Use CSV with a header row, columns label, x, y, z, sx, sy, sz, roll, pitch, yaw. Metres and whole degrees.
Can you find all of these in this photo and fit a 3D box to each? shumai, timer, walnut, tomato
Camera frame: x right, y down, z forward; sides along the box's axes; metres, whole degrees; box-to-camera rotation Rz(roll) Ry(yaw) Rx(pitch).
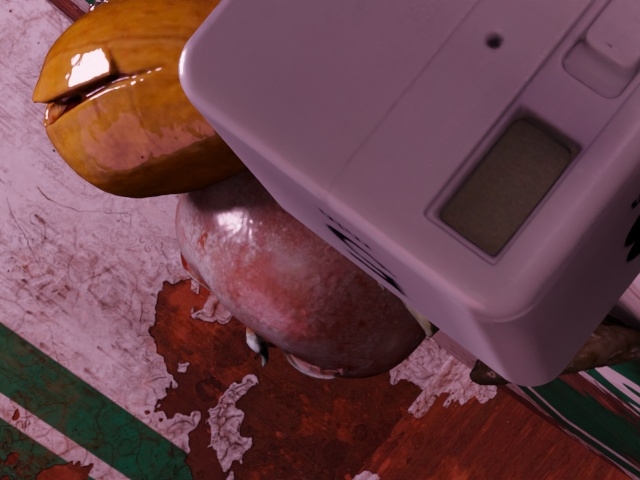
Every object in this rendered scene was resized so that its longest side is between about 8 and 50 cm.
label,x,y,z,sx,sy,sz,roll,pitch,yaw
shumai,0.252,0.090,1.688,0.201,0.201,0.120,62,-163,-81
timer,0.079,-0.069,0.735,0.194,0.192,0.195,38,176,18
walnut,-0.125,-0.149,1.490,0.336,0.209,0.209,-6,146,37
tomato,0.000,0.000,1.658,0.317,0.282,0.316,37,-177,-2

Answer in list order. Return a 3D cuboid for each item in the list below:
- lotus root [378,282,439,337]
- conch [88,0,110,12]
label,x,y,z,sx,sy,sz,roll,pitch,yaw
lotus root,0.065,-0.086,1.133,0.267,0.149,0.260,56,175,9
conch,-0.149,-0.220,1.643,0.233,0.080,0.086,30,145,18
